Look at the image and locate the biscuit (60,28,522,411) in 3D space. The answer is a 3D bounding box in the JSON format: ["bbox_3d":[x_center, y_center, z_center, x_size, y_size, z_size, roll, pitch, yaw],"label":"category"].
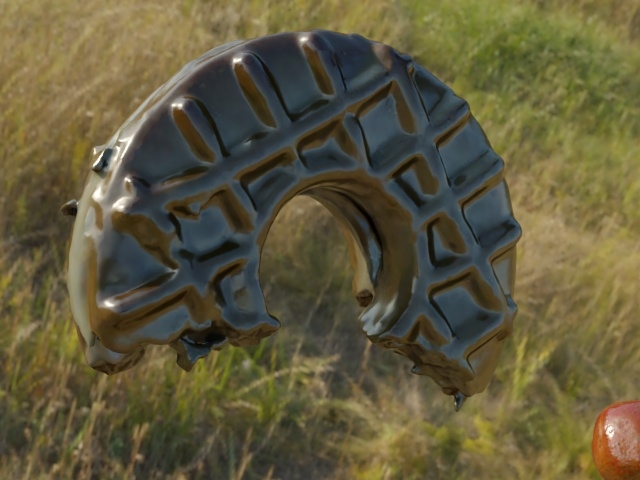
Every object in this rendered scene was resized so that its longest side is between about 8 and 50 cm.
[{"bbox_3d":[-0.005,-0.019,0.832,0.366,0.268,0.115,10,-5,-31],"label":"biscuit"}]

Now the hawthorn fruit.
[{"bbox_3d":[0.397,0.260,1.396,0.128,0.128,0.128,16,27,-8],"label":"hawthorn fruit"}]
